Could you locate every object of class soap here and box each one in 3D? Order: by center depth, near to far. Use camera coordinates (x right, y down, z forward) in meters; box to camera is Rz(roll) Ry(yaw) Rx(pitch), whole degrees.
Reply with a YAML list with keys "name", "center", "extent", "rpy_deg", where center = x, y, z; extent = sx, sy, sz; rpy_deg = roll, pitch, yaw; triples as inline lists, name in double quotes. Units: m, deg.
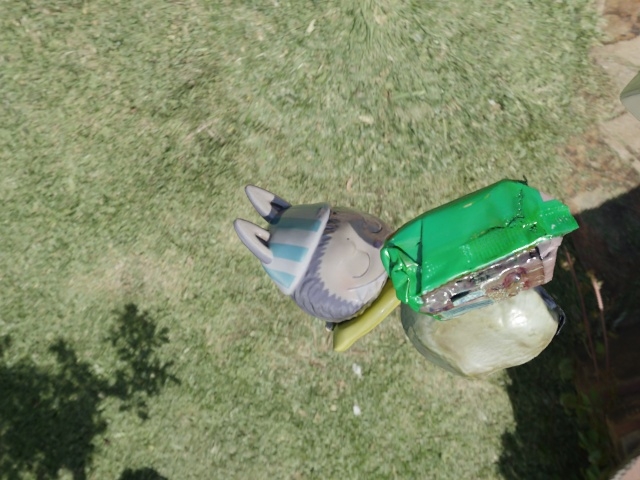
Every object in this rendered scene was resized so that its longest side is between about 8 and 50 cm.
- name: "soap"
  center: [0.174, 0.027, 0.850]
  extent: [0.217, 0.273, 0.098]
  rpy_deg: [-25, 75, 11]

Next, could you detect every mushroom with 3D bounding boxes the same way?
- name: "mushroom"
  center: [0.217, 0.113, 1.138]
  extent: [0.164, 0.267, 0.189]
  rpy_deg: [-54, 133, -9]

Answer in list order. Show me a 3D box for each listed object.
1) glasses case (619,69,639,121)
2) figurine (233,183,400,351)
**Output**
- name: "glasses case"
  center: [0.415, -0.136, 0.722]
  extent: [0.144, 0.336, 0.076]
  rpy_deg: [43, 96, -3]
- name: "figurine"
  center: [0.000, 0.000, 1.562]
  extent: [0.266, 0.361, 0.378]
  rpy_deg: [-43, 98, -4]
